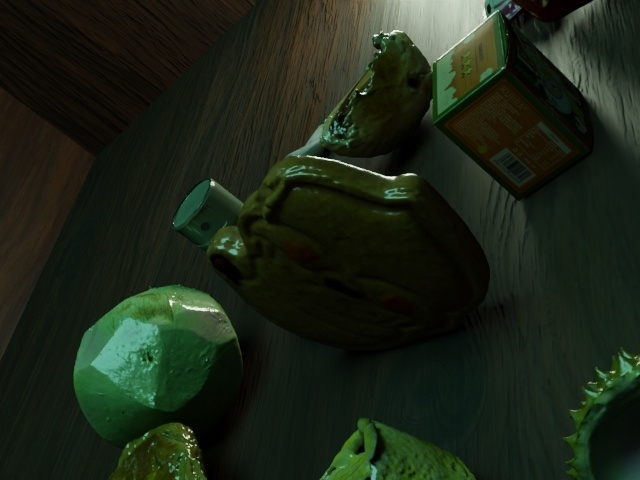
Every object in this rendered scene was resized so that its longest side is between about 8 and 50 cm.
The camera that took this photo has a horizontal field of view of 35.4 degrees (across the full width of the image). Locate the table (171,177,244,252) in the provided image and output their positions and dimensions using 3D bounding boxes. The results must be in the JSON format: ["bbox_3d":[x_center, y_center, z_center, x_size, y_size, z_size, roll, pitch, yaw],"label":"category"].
[{"bbox_3d":[-0.178,-0.014,2.027,0.126,0.220,0.126,-41,26,24],"label":"table"}]

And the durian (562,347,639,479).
[{"bbox_3d":[0.351,0.162,0.911,0.306,0.172,0.166,-28,56,28],"label":"durian"}]

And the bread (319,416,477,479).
[{"bbox_3d":[0.086,0.311,1.147,0.197,0.170,0.197,-55,13,19],"label":"bread"}]

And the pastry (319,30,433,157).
[{"bbox_3d":[0.119,-0.257,1.924,0.256,0.170,0.237,-60,4,-7],"label":"pastry"}]

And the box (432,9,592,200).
[{"bbox_3d":[0.282,-0.202,1.489,0.148,0.195,0.177,-37,26,31],"label":"box"}]

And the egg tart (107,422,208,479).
[{"bbox_3d":[-0.272,0.455,1.611,0.351,0.153,0.339,-41,25,25],"label":"egg tart"}]

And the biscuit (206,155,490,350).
[{"bbox_3d":[0.039,0.038,1.415,0.455,0.350,0.078,-45,22,55],"label":"biscuit"}]

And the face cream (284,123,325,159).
[{"bbox_3d":[-0.018,-0.203,2.231,0.114,0.070,0.224,-20,26,49],"label":"face cream"}]

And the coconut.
[{"bbox_3d":[-0.291,0.232,1.823,0.328,0.281,0.328,-9,21,4],"label":"coconut"}]

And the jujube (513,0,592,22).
[{"bbox_3d":[0.432,-0.501,1.659,0.290,0.197,0.197,-52,22,22],"label":"jujube"}]

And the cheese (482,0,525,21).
[{"bbox_3d":[0.366,-0.492,1.924,0.155,0.062,0.244,-40,25,29],"label":"cheese"}]
